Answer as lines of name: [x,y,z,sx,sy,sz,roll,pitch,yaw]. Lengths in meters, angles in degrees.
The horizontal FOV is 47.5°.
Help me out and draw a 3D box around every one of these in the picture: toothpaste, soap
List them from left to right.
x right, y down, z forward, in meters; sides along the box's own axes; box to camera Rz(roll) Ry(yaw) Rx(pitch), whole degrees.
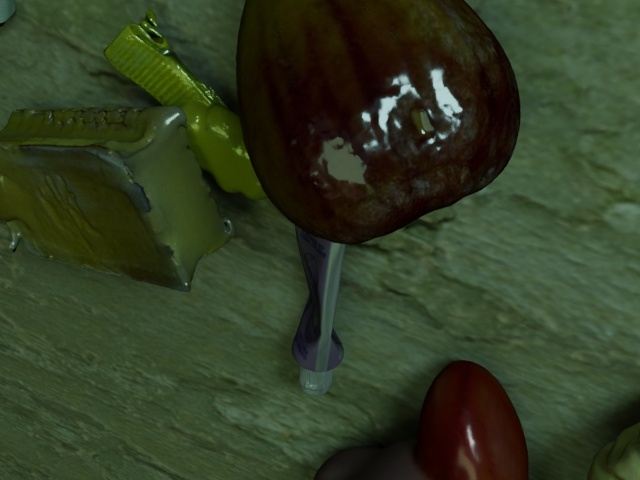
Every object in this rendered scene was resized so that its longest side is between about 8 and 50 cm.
soap: [-0.195,-0.040,0.624,0.233,0.076,0.135,6,131,34]
toothpaste: [0.000,0.000,0.601,0.075,0.048,0.301,30,128,43]

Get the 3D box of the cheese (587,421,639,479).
cheese: [0.316,0.206,0.519,0.226,0.117,0.214,-20,94,24]

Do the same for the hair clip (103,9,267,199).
hair clip: [-0.095,-0.101,0.581,0.072,0.046,0.173,-26,108,46]

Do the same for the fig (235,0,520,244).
fig: [0.001,-0.133,0.455,0.170,0.145,0.274,-32,92,1]

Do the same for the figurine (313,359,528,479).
figurine: [0.095,0.289,0.623,0.211,0.270,0.261,36,138,-6]

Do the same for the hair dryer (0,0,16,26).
hair dryer: [-0.244,-0.252,0.536,0.073,0.131,0.236,30,148,5]
